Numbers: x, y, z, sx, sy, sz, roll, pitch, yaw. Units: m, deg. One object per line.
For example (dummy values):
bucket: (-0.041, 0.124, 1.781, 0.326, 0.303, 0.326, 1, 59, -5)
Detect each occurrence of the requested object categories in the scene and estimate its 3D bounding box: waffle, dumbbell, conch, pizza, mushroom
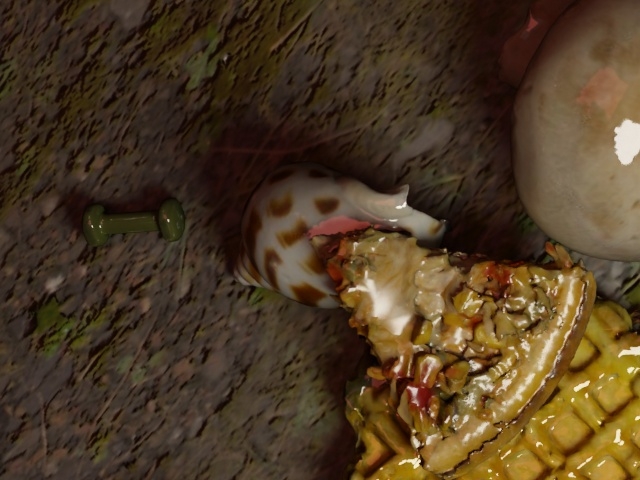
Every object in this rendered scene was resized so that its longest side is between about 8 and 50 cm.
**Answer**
waffle: (0.203, 0.230, 1.936, 0.379, 0.095, 0.382, 7, 84, 18)
dumbbell: (-0.215, -0.021, 2.116, 0.118, 0.052, 0.046, -3, 39, 17)
conch: (0.000, 0.000, 1.985, 0.183, 0.275, 0.149, 43, 72, -24)
pizza: (0.149, 0.070, 1.857, 0.251, 0.074, 0.287, -32, 98, 3)
mushroom: (0.308, -0.133, 1.878, 0.297, 0.297, 0.290, -54, 35, 6)
